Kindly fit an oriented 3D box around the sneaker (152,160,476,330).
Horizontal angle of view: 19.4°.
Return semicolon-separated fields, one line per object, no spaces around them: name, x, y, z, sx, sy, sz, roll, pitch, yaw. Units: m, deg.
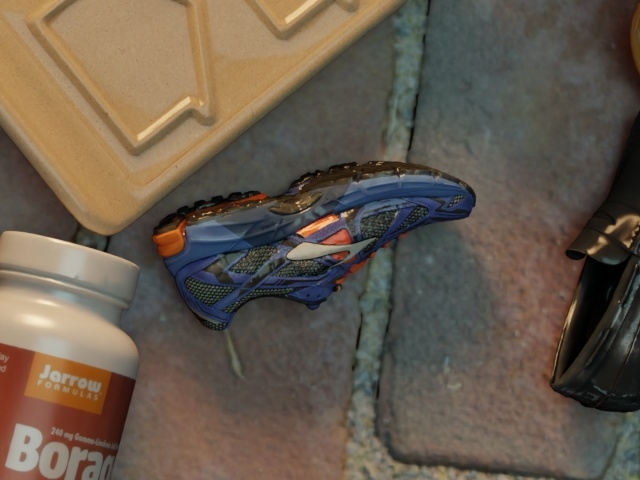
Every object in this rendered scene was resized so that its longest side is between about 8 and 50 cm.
sneaker;0.000;0.000;1.262;0.221;0.083;0.087;-14;103;-9

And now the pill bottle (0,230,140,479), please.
pill bottle;-0.183;0.109;1.177;0.121;0.121;0.216;15;83;-12

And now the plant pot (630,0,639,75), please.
plant pot;0.348;-0.174;1.303;0.205;0.205;0.188;39;63;-8

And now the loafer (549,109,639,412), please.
loafer;0.212;0.008;1.305;0.078;0.076;0.223;14;86;-20

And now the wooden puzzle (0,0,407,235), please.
wooden puzzle;-0.121;-0.222;1.246;0.348;0.080;0.322;-40;96;-18
